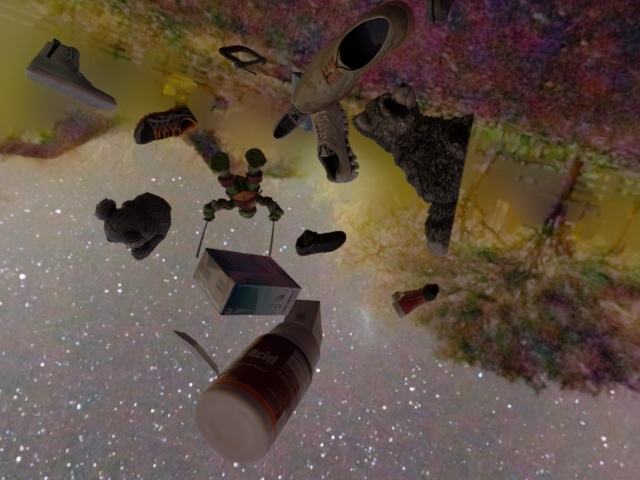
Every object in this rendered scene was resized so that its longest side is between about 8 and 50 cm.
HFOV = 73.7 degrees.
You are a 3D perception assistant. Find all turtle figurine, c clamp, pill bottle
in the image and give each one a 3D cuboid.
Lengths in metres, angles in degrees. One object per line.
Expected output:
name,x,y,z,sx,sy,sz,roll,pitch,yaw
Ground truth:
turtle figurine,-0.205,-0.094,1.138,0.197,0.266,0.275,19,-123,11
c clamp,-0.200,-0.487,1.151,0.137,0.022,0.161,28,-143,3
pill bottle,-0.156,0.406,1.225,0.223,0.224,0.392,19,-156,15

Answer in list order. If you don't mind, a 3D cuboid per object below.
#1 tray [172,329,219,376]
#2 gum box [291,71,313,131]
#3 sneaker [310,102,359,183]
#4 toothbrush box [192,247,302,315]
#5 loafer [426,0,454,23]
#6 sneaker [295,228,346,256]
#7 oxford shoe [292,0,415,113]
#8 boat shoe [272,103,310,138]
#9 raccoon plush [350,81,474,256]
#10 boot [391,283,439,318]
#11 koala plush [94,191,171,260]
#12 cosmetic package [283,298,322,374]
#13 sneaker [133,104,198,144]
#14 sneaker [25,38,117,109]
tray,-0.513,0.471,1.798,0.145,0.270,0.030,22,-123,33
gum box,-0.067,-0.545,1.677,0.041,0.185,0.157,-13,-139,-23
sneaker,0.029,-0.311,1.292,0.110,0.292,0.118,-15,-172,36
toothbrush box,-0.246,0.145,1.459,0.295,0.126,0.216,13,-159,-47
loafer,0.262,-0.557,0.832,0.084,0.268,0.096,6,171,20
sneaker,0.000,0.000,1.804,0.227,0.087,0.130,-12,160,1
oxford shoe,0.046,-0.452,1.085,0.140,0.397,0.146,52,-140,-7
boat shoe,-0.087,-0.440,1.519,0.079,0.227,0.081,41,-148,-18
raccoon plush,0.227,-0.182,1.149,0.299,0.447,0.216,11,-167,17
boot,0.363,0.211,1.616,0.088,0.176,0.244,60,-172,2
koala plush,-0.578,-0.054,1.300,0.196,0.203,0.221,52,-172,-2
cosmetic package,-0.079,0.408,1.812,0.138,0.225,0.224,2,-148,11
sneaker,-0.479,-0.352,1.326,0.083,0.084,0.215,41,-120,17
sneaker,-0.748,-0.521,1.331,0.255,0.151,0.094,23,162,-23
